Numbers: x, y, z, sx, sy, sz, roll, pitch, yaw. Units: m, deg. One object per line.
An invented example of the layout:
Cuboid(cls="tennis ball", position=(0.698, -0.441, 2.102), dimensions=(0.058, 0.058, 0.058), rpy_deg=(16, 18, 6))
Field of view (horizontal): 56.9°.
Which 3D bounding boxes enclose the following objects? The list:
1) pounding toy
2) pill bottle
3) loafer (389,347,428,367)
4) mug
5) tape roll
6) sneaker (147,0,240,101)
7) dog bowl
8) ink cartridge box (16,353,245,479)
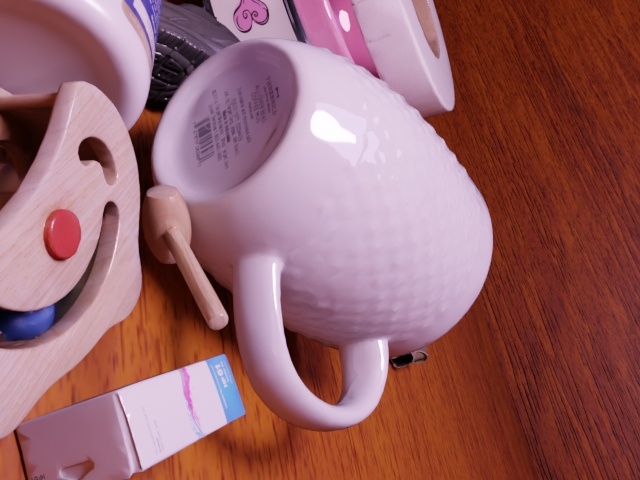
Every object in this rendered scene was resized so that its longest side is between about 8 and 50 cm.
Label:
Cuboid(cls="pounding toy", position=(-0.142, -0.009, 0.344), dimensions=(0.269, 0.155, 0.154), rpy_deg=(-63, 151, -64))
Cuboid(cls="pill bottle", position=(-0.200, -0.206, 0.461), dimensions=(0.153, 0.153, 0.264), rpy_deg=(46, 29, -45))
Cuboid(cls="loafer", position=(0.150, 0.206, 1.068), dimensions=(0.148, 0.056, 0.050), rpy_deg=(28, 44, -46))
Cuboid(cls="mug", position=(0.000, 0.000, 0.604), dimensions=(0.328, 0.276, 0.373), rpy_deg=(35, 48, -51))
Cuboid(cls="tape roll", position=(0.129, -0.387, 0.968), dimensions=(0.392, 0.072, 0.391), rpy_deg=(48, 34, -49))
Cuboid(cls="sneaker", position=(-0.118, -0.207, 0.687), dimensions=(0.286, 0.109, 0.130), rpy_deg=(20, 41, -45))
Cuboid(cls="dog bowl", position=(-0.009, -0.332, 0.897), dimensions=(0.408, 0.151, 0.407), rpy_deg=(47, 35, -49))
Cuboid(cls="ink cartridge box", position=(-0.123, 0.123, 0.402), dimensions=(0.122, 0.089, 0.052), rpy_deg=(-3, 71, -69))
